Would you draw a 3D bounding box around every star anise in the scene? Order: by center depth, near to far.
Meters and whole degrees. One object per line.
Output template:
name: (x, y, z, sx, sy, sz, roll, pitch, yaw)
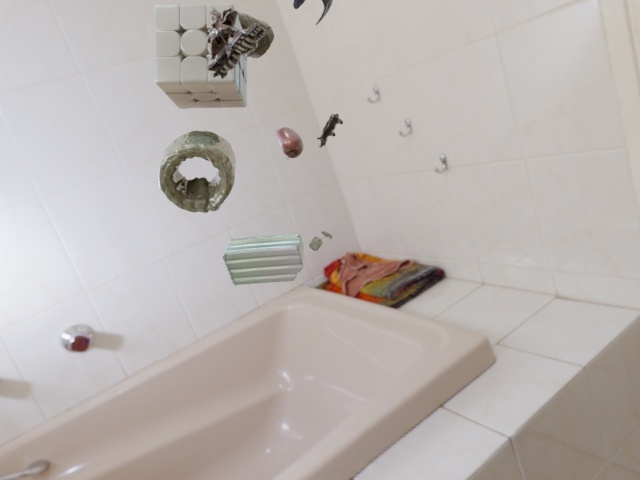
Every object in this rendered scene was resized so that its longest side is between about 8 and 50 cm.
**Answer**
star anise: (-0.243, -0.515, 1.168, 0.124, 0.129, 0.056, -31, -26, 35)

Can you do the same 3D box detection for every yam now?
yam: (-0.389, -1.037, 2.467, 0.202, 0.201, 0.271, -2, 9, 44)

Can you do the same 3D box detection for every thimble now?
thimble: (-0.452, -0.250, 1.807, 0.291, 0.291, 0.195, -19, 32, 2)

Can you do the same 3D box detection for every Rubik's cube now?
Rubik's cube: (-0.439, -0.679, 1.821, 0.291, 0.290, 0.292, -1, -3, 1)

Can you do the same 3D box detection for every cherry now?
cherry: (-0.112, -0.369, 1.813, 0.087, 0.126, 0.106, -22, 1, -5)

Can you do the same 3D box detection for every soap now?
soap: (-0.204, 0.070, 1.800, 0.289, 0.173, 0.095, -5, 41, 9)

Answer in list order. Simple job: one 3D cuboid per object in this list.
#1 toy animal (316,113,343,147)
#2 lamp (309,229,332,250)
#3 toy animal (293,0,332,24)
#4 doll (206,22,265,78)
toy animal: (0.028, -0.395, 1.750, 0.136, 0.047, 0.065, -55, -12, 22)
lamp: (0.000, 0.000, 1.918, 0.056, 0.050, 0.198, -54, 4, -14)
toy animal: (-0.020, -0.833, 1.541, 0.176, 0.239, 0.255, -7, 56, 27)
doll: (-0.264, -0.585, 1.496, 0.219, 0.067, 0.091, -36, -12, 21)
